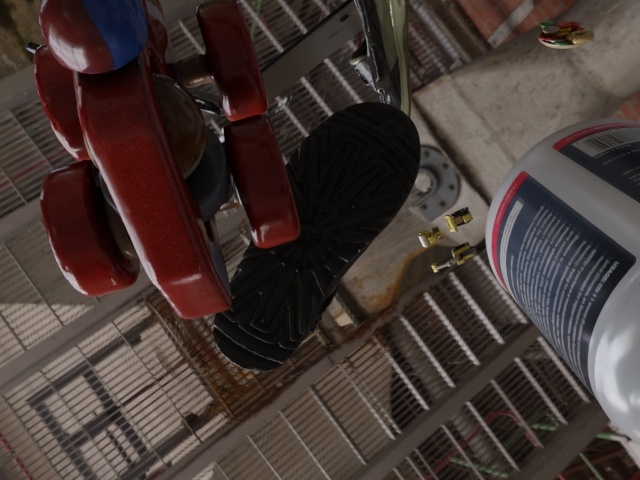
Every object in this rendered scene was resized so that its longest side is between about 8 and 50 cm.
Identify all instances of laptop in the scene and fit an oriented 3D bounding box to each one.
[{"bbox_3d":[-0.140,-0.318,0.952,0.408,0.382,0.236,18,-79,-1],"label":"laptop"}]

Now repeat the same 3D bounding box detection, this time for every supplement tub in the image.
[{"bbox_3d":[0.257,0.033,0.457,0.191,0.272,0.191,-4,-63,-8],"label":"supplement tub"}]

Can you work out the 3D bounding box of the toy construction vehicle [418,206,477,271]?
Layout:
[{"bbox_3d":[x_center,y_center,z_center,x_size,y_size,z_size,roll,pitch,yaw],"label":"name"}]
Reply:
[{"bbox_3d":[0.224,0.000,1.059,0.098,0.035,0.085,-23,-75,2],"label":"toy construction vehicle"}]

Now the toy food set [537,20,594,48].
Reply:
[{"bbox_3d":[0.388,-0.329,0.991,0.083,0.020,0.083,-3,-139,10],"label":"toy food set"}]

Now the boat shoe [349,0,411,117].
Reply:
[{"bbox_3d":[0.073,-0.231,0.775,0.074,0.223,0.080,-6,-146,3],"label":"boat shoe"}]

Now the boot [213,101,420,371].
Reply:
[{"bbox_3d":[-0.004,-0.002,0.793,0.131,0.260,0.348,36,-87,6],"label":"boot"}]

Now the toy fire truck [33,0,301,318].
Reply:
[{"bbox_3d":[-0.126,-0.110,0.419,0.170,0.254,0.302,-16,-117,-2],"label":"toy fire truck"}]
